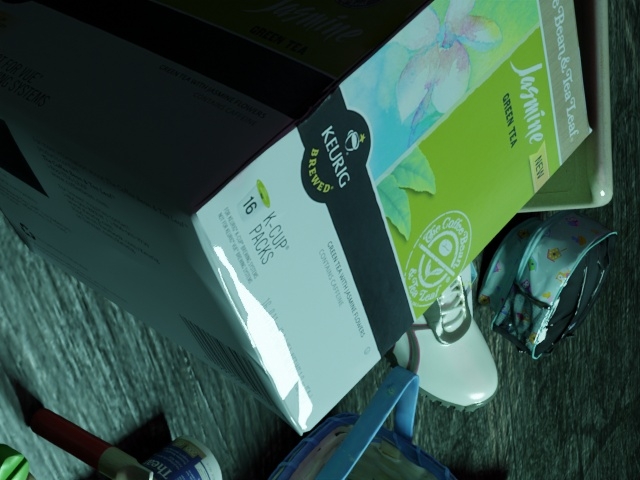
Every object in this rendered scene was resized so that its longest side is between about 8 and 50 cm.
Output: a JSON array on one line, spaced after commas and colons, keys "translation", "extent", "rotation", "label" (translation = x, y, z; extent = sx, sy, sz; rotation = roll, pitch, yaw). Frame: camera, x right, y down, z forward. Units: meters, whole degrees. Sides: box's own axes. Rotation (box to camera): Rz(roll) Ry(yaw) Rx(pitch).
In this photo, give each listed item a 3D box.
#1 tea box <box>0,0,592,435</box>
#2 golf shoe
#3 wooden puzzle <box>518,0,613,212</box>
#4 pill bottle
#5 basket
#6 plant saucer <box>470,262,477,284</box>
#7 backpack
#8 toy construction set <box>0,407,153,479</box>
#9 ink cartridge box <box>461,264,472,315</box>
[{"translation": [-0.043, -0.106, 0.782], "extent": [0.323, 0.329, 0.220], "rotation": [-44, 139, -21], "label": "tea box"}, {"translation": [0.111, 0.066, 1.191], "extent": [0.105, 0.120, 0.273], "rotation": [-39, 96, -28], "label": "golf shoe"}, {"translation": [0.149, -0.183, 0.986], "extent": [0.080, 0.348, 0.322], "rotation": [0, 89, -28], "label": "wooden puzzle"}, {"translation": [-0.155, 0.241, 1.057], "extent": [0.120, 0.067, 0.067], "rotation": [-33, 131, -43], "label": "pill bottle"}, {"translation": [0.028, 0.300, 1.210], "extent": [0.255, 0.201, 0.289], "rotation": [-47, 157, -33], "label": "basket"}, {"translation": [0.158, 0.014, 1.434], "extent": [0.067, 0.018, 0.192], "rotation": [-56, 144, -22], "label": "plant saucer"}, {"translation": [0.318, 0.044, 1.551], "extent": [0.166, 0.144, 0.188], "rotation": [-22, 146, -47], "label": "backpack"}, {"translation": [-0.204, 0.314, 0.870], "extent": [0.257, 0.237, 0.309], "rotation": [21, 88, -56], "label": "toy construction set"}, {"translation": [0.118, 0.040, 1.311], "extent": [0.061, 0.104, 0.181], "rotation": [-39, 135, -39], "label": "ink cartridge box"}]
